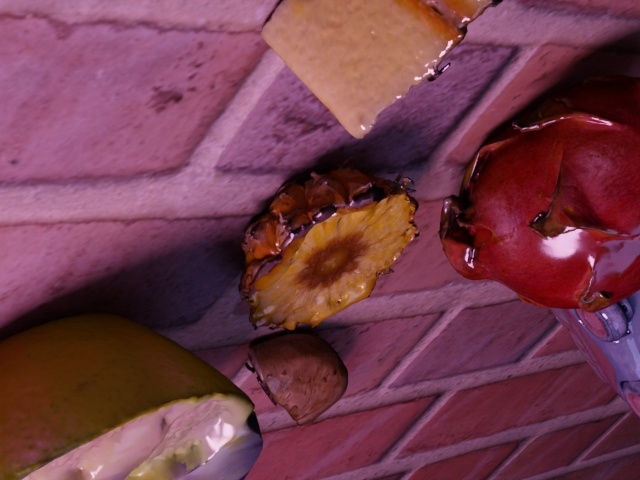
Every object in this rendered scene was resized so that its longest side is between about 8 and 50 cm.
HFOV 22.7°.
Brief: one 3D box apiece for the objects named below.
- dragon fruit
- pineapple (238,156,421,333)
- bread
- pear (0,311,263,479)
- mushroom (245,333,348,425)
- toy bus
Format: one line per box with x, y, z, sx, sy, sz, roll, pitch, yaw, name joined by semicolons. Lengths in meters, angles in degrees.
0.275;-0.045;1.628;0.315;0.250;0.250;-14;154;-4;dragon fruit
0.000;0.000;1.526;0.224;0.076;0.225;-29;153;-16;pineapple
0.079;-0.212;1.204;0.141;0.178;0.266;25;120;-27;bread
-0.260;0.205;1.464;0.398;0.165;0.399;-29;156;-14;pear
-0.019;0.156;1.806;0.094;0.072;0.210;-41;157;-7;mushroom
0.383;0.073;1.948;0.197;0.294;0.232;-39;-158;-13;toy bus
